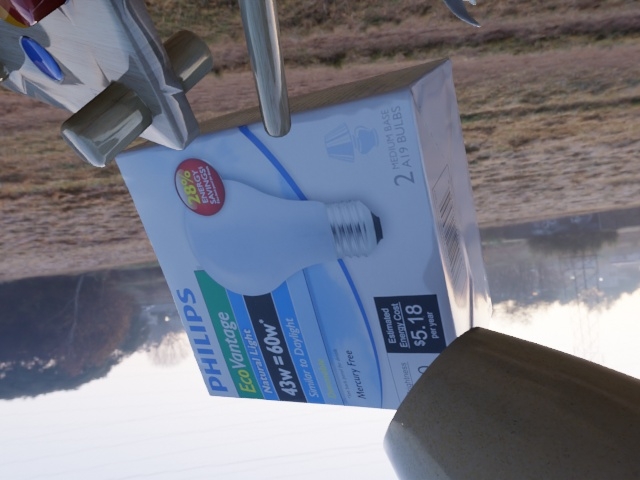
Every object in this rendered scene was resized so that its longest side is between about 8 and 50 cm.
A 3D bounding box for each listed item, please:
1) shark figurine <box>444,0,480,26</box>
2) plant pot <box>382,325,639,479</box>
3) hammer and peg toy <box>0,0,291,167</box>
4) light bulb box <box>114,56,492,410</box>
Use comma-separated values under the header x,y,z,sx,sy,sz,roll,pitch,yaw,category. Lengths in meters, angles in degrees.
x,y,z,sx,sy,sz,roll,pitch,yaw,category
0.234,-0.424,0.751,0.278,0.166,0.116,-34,163,-42,shark figurine
0.184,0.190,0.334,0.274,0.256,0.257,37,-160,30,plant pot
-0.172,-0.164,0.306,0.361,0.127,0.266,22,150,25,hammer and peg toy
0.000,0.000,0.633,0.361,0.357,0.225,-6,-159,27,light bulb box
